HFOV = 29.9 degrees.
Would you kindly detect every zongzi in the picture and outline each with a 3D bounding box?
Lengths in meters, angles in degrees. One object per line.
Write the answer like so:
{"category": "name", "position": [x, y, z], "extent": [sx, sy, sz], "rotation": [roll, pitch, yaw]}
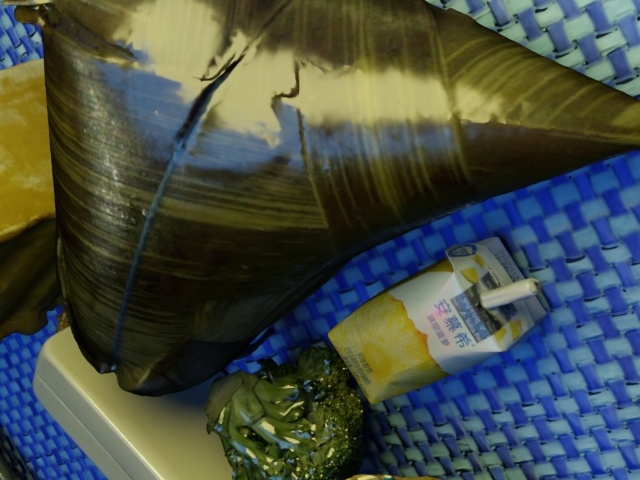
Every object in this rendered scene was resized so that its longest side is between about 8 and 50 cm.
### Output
{"category": "zongzi", "position": [0.000, 0.000, 0.828], "extent": [0.432, 0.208, 0.403], "rotation": [24, 130, 22]}

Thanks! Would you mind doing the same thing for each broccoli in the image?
{"category": "broccoli", "position": [-0.029, 0.158, 0.972], "extent": [0.138, 0.162, 0.146], "rotation": [40, 116, -22]}

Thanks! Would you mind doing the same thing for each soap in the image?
{"category": "soap", "position": [-0.325, 0.003, 1.062], "extent": [0.156, 0.293, 0.335], "rotation": [57, 139, 9]}

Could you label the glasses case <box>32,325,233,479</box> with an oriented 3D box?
{"category": "glasses case", "position": [-0.115, 0.190, 1.074], "extent": [0.313, 0.131, 0.070], "rotation": [43, 135, 19]}

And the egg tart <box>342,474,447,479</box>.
{"category": "egg tart", "position": [0.061, 0.299, 0.899], "extent": [0.291, 0.107, 0.290], "rotation": [4, 125, 6]}

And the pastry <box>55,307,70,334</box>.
{"category": "pastry", "position": [-0.237, 0.129, 1.217], "extent": [0.080, 0.056, 0.140], "rotation": [32, 134, 44]}

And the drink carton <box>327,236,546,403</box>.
{"category": "drink carton", "position": [0.095, 0.049, 0.835], "extent": [0.200, 0.074, 0.084], "rotation": [-30, 90, 47]}

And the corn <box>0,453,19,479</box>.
{"category": "corn", "position": [-0.417, 0.311, 1.459], "extent": [0.123, 0.122, 0.305], "rotation": [-39, 83, 4]}
